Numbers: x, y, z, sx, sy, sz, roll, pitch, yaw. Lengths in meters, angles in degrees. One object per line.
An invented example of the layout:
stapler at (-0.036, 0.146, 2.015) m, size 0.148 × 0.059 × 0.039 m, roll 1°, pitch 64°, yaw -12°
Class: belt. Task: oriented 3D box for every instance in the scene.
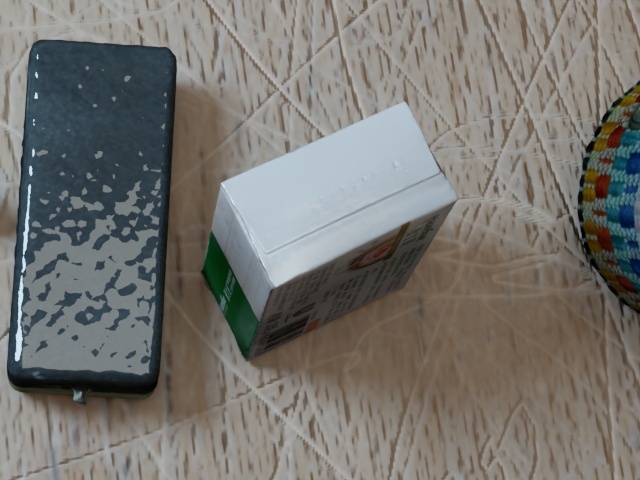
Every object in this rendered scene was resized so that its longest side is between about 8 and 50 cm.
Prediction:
belt at (0.334, -0.046, 1.151) m, size 0.295 × 0.160 × 0.207 m, roll -23°, pitch 99°, yaw -14°

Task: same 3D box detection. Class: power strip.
power strip at (-0.159, -0.010, 1.103) m, size 0.105 × 0.070 × 0.256 m, roll 4°, pitch 72°, yaw -7°

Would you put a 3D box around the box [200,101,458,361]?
box at (0.000, 0.000, 1.059) m, size 0.135 × 0.199 × 0.081 m, roll -25°, pitch 79°, yaw -16°
